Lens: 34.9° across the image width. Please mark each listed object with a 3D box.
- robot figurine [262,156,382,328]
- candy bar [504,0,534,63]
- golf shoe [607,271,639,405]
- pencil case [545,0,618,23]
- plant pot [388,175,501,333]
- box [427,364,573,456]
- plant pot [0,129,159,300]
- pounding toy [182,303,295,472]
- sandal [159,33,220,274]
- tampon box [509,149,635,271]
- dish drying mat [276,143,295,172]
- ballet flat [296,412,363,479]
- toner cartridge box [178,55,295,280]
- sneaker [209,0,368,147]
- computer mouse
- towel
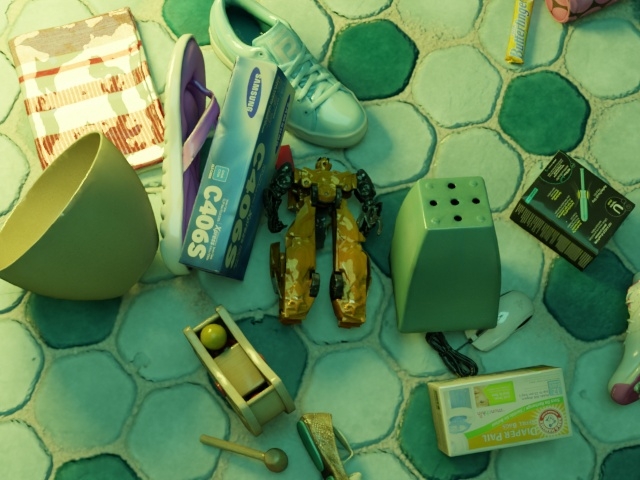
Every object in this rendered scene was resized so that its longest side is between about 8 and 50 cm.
[{"bbox_3d":[0.000,0.000,1.728,0.211,0.085,0.291,5,70,-14],"label":"robot figurine"},{"bbox_3d":[0.378,-0.401,1.922,0.040,0.018,0.161,12,70,3],"label":"candy bar"},{"bbox_3d":[0.558,0.137,1.705,0.140,0.115,0.306,33,74,33],"label":"golf shoe"},{"bbox_3d":[0.526,-0.492,1.921,0.209,0.095,0.098,-22,57,-11],"label":"pencil case"},{"bbox_3d":[0.206,0.014,1.638,0.166,0.234,0.165,-2,52,-3],"label":"plant pot"},{"bbox_3d":[0.286,0.270,1.628,0.203,0.103,0.114,-9,87,-4],"label":"box"},{"bbox_3d":[-0.377,-0.011,1.662,0.191,0.284,0.284,40,71,-25],"label":"plant pot"},{"bbox_3d":[-0.142,0.250,1.612,0.155,0.154,0.269,-34,74,-12],"label":"pounding toy"},{"bbox_3d":[-0.206,-0.145,1.748,0.102,0.169,0.416,1,83,6],"label":"sandal"},{"bbox_3d":[0.432,-0.050,1.756,0.161,0.101,0.120,39,75,11],"label":"tampon box"},{"bbox_3d":[-0.063,-0.131,1.824,0.032,0.008,0.083,-11,72,-4],"label":"dish drying mat"},{"bbox_3d":[0.030,0.367,1.623,0.067,0.073,0.206,-17,75,-22],"label":"ballet flat"},{"bbox_3d":[-0.134,-0.113,1.689,0.075,0.165,0.347,15,86,10],"label":"toner cartridge box"},{"bbox_3d":[-0.066,-0.307,1.809,0.366,0.150,0.135,38,75,11],"label":"sneaker"},{"bbox_3d":[0.280,0.145,1.716,0.193,0.042,0.106,-36,74,-12],"label":"computer mouse"},{"bbox_3d":[-0.416,-0.258,1.846,0.237,0.037,0.329,-17,72,-6],"label":"towel"}]
